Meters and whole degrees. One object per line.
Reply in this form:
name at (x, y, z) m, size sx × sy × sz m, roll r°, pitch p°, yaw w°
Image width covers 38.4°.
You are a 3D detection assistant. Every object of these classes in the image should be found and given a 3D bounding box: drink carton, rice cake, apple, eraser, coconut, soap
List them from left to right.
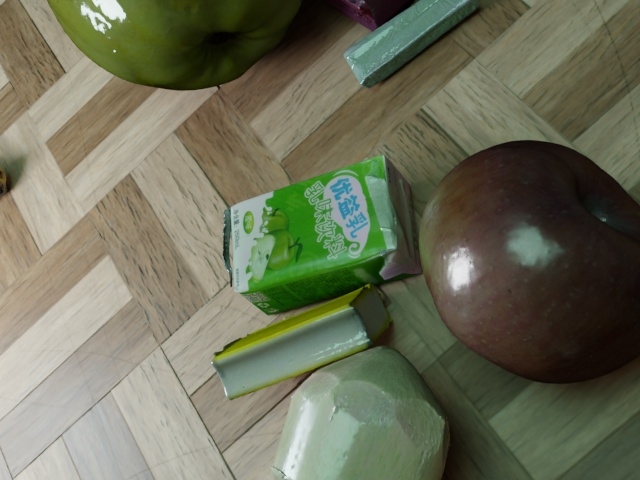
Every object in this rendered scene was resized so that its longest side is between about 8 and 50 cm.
apple at (-0.242, -0.466, 1.481) m, size 0.473 × 0.473 × 0.474 m, roll -12°, pitch 63°, yaw 24°
eraser at (-0.023, 0.135, 1.253) m, size 0.226 × 0.158 × 0.069 m, roll -23°, pitch 93°, yaw 18°
drink carton at (0.000, 0.000, 1.333) m, size 0.271 × 0.108 × 0.161 m, roll -17°, pitch 61°, yaw 22°
soap at (0.056, -0.473, 1.525) m, size 0.162 × 0.099 × 0.250 m, roll -48°, pitch 55°, yaw 2°
coconut at (0.056, 0.246, 1.127) m, size 0.224 × 0.224 × 0.234 m, roll 23°, pitch 79°, yaw 35°
rice cake at (0.142, -0.331, 1.448) m, size 0.221 × 0.042 × 0.080 m, roll -35°, pitch 51°, yaw 12°
apple at (0.254, 0.028, 1.079) m, size 0.235 × 0.305 × 0.306 m, roll -51°, pitch 50°, yaw 30°

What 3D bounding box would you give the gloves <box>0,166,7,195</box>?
gloves at (-0.676, -0.108, 1.767) m, size 0.144 × 0.110 × 0.094 m, roll -5°, pitch 53°, yaw -5°
